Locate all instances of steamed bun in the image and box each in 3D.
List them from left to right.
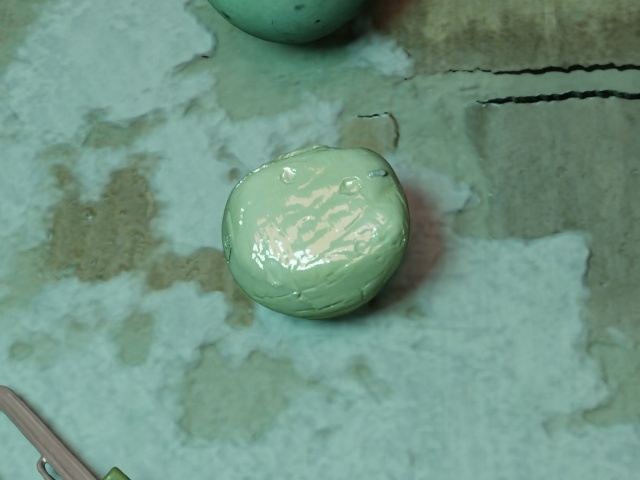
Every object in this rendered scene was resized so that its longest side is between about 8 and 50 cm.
[{"bbox_3d":[0.000,0.000,0.861,0.129,0.091,0.113,-19,63,2],"label":"steamed bun"}]

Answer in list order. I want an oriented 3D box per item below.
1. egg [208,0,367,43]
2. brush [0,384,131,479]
[{"bbox_3d":[-0.027,-0.262,0.967,0.169,0.169,0.237,-3,61,6],"label":"egg"},{"bbox_3d":[-0.173,0.175,0.812,0.103,0.047,0.233,-41,63,-15],"label":"brush"}]
